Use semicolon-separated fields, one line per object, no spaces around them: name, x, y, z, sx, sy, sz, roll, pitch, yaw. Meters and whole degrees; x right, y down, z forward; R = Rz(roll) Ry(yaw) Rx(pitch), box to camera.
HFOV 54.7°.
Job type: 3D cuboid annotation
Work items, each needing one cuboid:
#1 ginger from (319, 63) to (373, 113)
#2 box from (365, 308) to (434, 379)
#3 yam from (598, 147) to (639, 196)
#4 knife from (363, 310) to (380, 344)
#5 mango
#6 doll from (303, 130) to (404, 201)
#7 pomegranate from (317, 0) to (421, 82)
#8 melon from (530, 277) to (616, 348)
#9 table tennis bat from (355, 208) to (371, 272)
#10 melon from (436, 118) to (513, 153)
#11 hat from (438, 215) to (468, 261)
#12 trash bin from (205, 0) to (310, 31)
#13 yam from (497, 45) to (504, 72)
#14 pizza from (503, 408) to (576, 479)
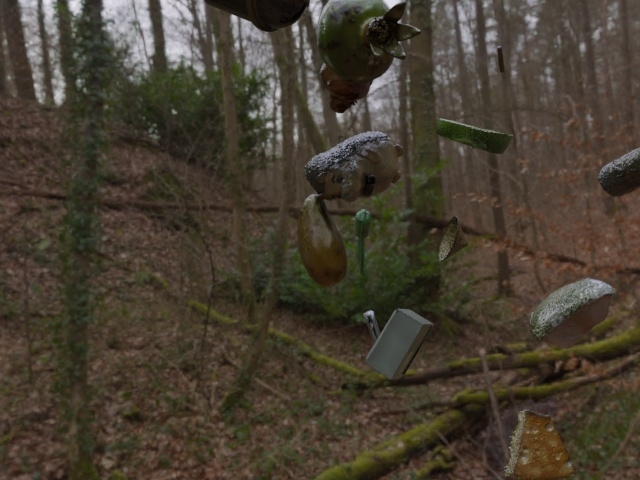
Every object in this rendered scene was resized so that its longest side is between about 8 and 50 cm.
ginger;0.132;-0.572;2.049;0.152;0.357;0.274;27;-21;21
box;0.283;0.362;2.208;0.117;0.225;0.225;31;3;21
yam;0.828;-0.190;1.604;0.107;0.107;0.183;-9;-15;-32
knife;0.216;0.380;2.376;0.041;0.265;0.073;-16;33;5
mango;-0.006;0.005;2.222;0.176;0.329;0.175;-30;-11;26
doll;0.121;-0.247;2.174;0.349;0.247;0.247;-14;3;-23
pomegranate;0.088;-0.353;1.072;0.156;0.156;0.220;-10;17;-43
melon;0.441;0.144;1.114;0.139;0.093;0.202;-33;-10;-22
table tennis bat;0.107;-0.011;1.601;0.039;0.160;0.257;0;-22;1
melon;0.437;-0.299;1.772;0.209;0.064;0.118;20;21;16
hat;0.420;0.004;1.890;0.067;0.146;0.146;18;-1;-4
trash bin;-0.183;-0.739;1.829;0.334;0.214;0.214;25;16;24
yam;0.689;-0.692;2.367;0.021;0.021;0.116;-9;-41;17
pizza;0.607;0.577;1.713;0.204;0.188;0.080;16;-16;-11
